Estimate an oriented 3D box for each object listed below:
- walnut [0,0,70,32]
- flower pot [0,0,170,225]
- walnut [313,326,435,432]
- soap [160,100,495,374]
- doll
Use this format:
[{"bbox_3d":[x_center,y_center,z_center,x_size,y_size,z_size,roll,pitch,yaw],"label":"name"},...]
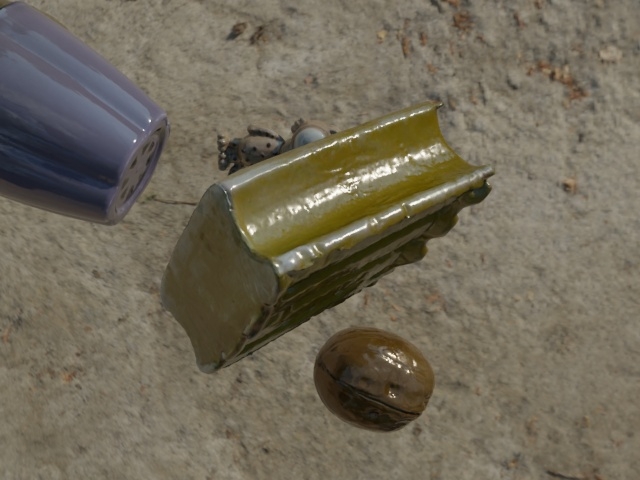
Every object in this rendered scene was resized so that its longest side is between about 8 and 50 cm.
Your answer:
[{"bbox_3d":[-0.573,-0.335,1.366,0.248,0.248,0.248,-2,95,-27],"label":"walnut"},{"bbox_3d":[-0.351,-0.148,0.976,0.243,0.265,0.265,29,80,0],"label":"flower pot"},{"bbox_3d":[0.089,0.230,1.189,0.207,0.167,0.167,25,82,-15],"label":"walnut"},{"bbox_3d":[0.000,0.000,0.868,0.335,0.293,0.156,-27,78,-33],"label":"soap"},{"bbox_3d":[-0.087,-0.185,1.556,0.278,0.119,0.154,-5,112,8],"label":"doll"}]
